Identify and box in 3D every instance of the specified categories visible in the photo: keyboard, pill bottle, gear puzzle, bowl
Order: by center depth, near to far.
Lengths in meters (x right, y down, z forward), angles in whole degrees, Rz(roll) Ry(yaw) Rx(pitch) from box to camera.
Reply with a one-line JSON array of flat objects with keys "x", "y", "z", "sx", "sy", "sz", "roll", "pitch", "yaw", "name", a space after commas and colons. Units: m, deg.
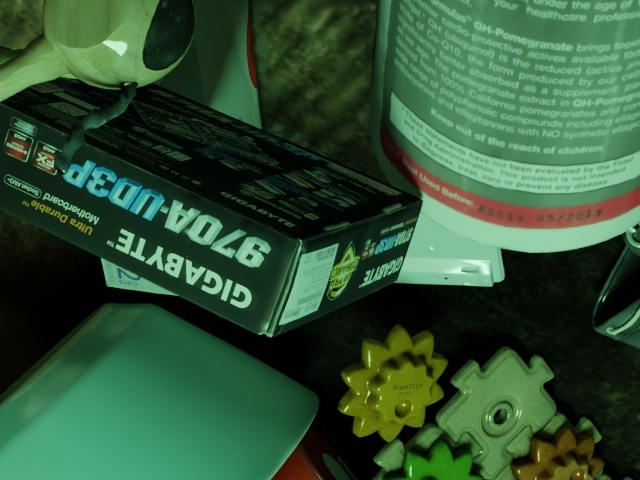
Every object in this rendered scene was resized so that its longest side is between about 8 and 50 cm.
[{"x": 0.119, "y": -0.158, "z": 0.770, "sx": 0.176, "sy": 0.176, "sz": 0.318, "roll": 11, "pitch": 139, "yaw": 7, "name": "pill bottle"}, {"x": 0.000, "y": 0.000, "z": 1.112, "sx": 0.256, "sy": 0.014, "sz": 0.072, "roll": 2, "pitch": 132, "yaw": 16, "name": "keyboard"}, {"x": 0.129, "y": 0.176, "z": 1.152, "sx": 0.339, "sy": 0.175, "sz": 0.044, "roll": 51, "pitch": 170, "yaw": -32, "name": "gear puzzle"}, {"x": -0.169, "y": 0.164, "z": 1.166, "sx": 0.163, "sy": 0.311, "sz": 0.311, "roll": 47, "pitch": 134, "yaw": -5, "name": "bowl"}]

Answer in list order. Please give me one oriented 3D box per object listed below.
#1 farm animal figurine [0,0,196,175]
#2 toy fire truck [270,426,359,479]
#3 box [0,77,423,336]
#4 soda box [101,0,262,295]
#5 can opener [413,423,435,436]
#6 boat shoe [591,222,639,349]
[{"x": -0.134, "y": -0.247, "z": 0.650, "sx": 0.172, "sy": 0.327, "sz": 0.330, "roll": -16, "pitch": 133, "yaw": 23, "name": "farm animal figurine"}, {"x": 0.019, "y": 0.303, "z": 1.217, "sx": 0.169, "sy": 0.302, "sz": 0.254, "roll": -42, "pitch": 136, "yaw": 8, "name": "toy fire truck"}, {"x": -0.077, "y": -0.032, "z": 0.784, "sx": 0.220, "sy": 0.175, "sz": 0.051, "roll": 24, "pitch": 105, "yaw": 16, "name": "box"}, {"x": -0.095, "y": -0.098, "z": 0.953, "sx": 0.091, "sy": 0.098, "sz": 0.286, "roll": 7, "pitch": 134, "yaw": 13, "name": "soda box"}, {"x": 0.129, "y": 0.251, "z": 1.316, "sx": 0.093, "sy": 0.074, "sz": 0.280, "roll": -24, "pitch": 136, "yaw": -7, "name": "can opener"}, {"x": 0.216, "y": 0.005, "z": 0.997, "sx": 0.065, "sy": 0.075, "sz": 0.206, "roll": 8, "pitch": 143, "yaw": 5, "name": "boat shoe"}]
